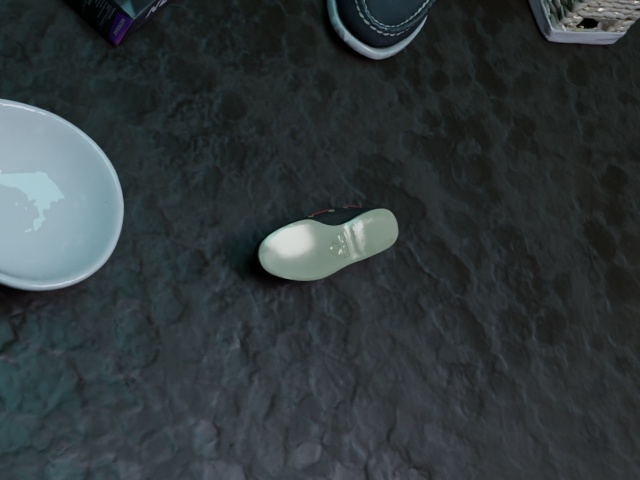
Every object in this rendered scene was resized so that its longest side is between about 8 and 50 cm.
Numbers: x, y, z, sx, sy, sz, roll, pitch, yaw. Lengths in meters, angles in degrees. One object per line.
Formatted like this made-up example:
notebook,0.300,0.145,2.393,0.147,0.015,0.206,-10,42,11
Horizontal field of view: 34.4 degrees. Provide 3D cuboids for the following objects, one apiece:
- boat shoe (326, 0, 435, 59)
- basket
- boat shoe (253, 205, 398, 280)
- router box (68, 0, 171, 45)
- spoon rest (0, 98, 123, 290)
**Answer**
boat shoe,0.097,-0.301,1.005,0.114,0.091,0.302,33,55,-17
basket,0.287,-0.309,1.116,0.113,0.103,0.167,-4,70,-31
boat shoe,0.000,0.002,0.835,0.133,0.042,0.048,-16,101,-34
router box,-0.159,-0.263,0.863,0.133,0.046,0.179,44,53,-6
spoon rest,-0.260,-0.049,0.676,0.276,0.084,0.137,16,60,-23
